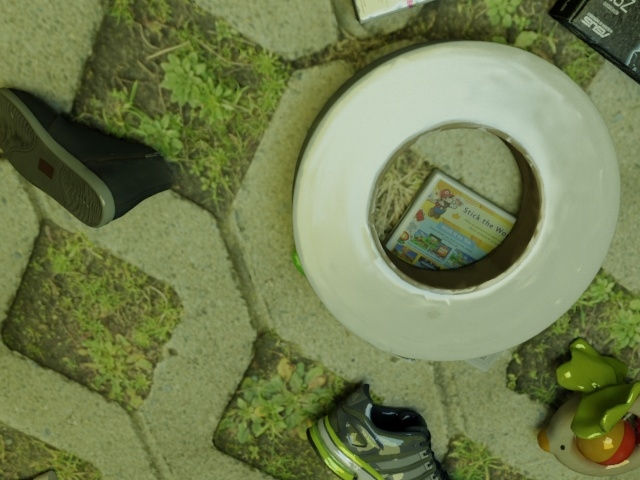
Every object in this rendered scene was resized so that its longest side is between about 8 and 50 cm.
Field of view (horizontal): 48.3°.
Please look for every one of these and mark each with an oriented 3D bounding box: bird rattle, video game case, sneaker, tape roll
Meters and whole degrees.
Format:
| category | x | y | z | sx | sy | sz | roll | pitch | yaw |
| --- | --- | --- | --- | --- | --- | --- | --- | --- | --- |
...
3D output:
| category | x | y | z | sx | sy | sz | roll | pitch | yaw |
| --- | --- | --- | --- | --- | --- | --- | --- | --- | --- |
| bird rattle | 0.425 | 0.253 | 1.007 | 0.253 | 0.143 | 0.207 | 22 | 123 | -23 |
| video game case | 0.187 | 0.046 | 0.946 | 0.226 | 0.026 | 0.206 | 30 | 109 | -11 |
| sneaker | 0.130 | 0.317 | 1.015 | 0.300 | 0.111 | 0.121 | 34 | 104 | -16 |
| tape roll | 0.157 | -0.040 | 0.857 | 0.391 | 0.072 | 0.392 | -1 | 108 | -3 |
| sneaker | -0.289 | -0.109 | 0.858 | 0.222 | 0.118 | 0.083 | 43 | 129 | 13 |

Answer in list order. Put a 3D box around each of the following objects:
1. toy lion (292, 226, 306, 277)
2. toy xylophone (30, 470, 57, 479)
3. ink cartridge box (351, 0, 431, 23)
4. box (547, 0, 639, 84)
| category | x | y | z | sx | sy | sz | roll | pitch | yaw |
| --- | --- | --- | --- | --- | --- | --- | --- | --- | --- |
| toy lion | 0.000 | 0.000 | 0.924 | 0.096 | 0.034 | 0.100 | 41 | 107 | -8 |
| toy xylophone | -0.465 | 0.482 | 1.086 | 0.322 | 0.081 | 0.236 | -18 | 111 | 6 |
| ink cartridge box | 0.093 | -0.280 | 0.777 | 0.122 | 0.088 | 0.052 | -15 | 109 | 5 |
| box | 0.376 | -0.260 | 0.794 | 0.180 | 0.077 | 0.147 | 32 | 109 | -13 |
